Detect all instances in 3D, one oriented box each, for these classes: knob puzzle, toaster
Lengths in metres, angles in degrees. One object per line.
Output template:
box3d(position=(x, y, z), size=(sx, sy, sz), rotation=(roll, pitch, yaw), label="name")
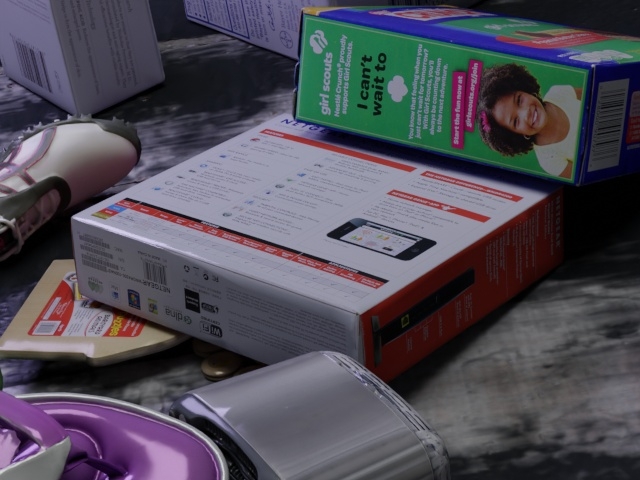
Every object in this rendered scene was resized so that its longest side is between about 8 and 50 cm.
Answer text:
box3d(position=(-0.175, 0.069, 1.713), size=(0.213, 0.030, 0.213), rotation=(-5, 26, 2), label="knob puzzle")
box3d(position=(-0.002, 0.177, 1.405), size=(0.146, 0.129, 0.227), rotation=(-23, 35, -25), label="toaster")

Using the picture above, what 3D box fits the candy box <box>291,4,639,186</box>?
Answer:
box3d(position=(0.177, -0.149, 1.811), size=(0.317, 0.122, 0.268), rotation=(13, 15, 33), label="candy box")

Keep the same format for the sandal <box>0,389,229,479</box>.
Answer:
box3d(position=(-0.274, 0.160, 1.323), size=(0.416, 0.102, 0.169), rotation=(5, 58, 7), label="sandal")

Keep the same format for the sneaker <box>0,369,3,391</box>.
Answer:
box3d(position=(-0.513, 0.097, 1.596), size=(0.483, 0.202, 0.185), rotation=(-7, 31, 4), label="sneaker")

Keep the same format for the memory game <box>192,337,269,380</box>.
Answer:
box3d(position=(-0.023, 0.081, 1.675), size=(0.186, 0.012, 0.186), rotation=(-7, 31, 4), label="memory game")

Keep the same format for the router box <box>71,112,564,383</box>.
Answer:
box3d(position=(0.000, 0.000, 1.696), size=(0.335, 0.082, 0.301), rotation=(18, 32, 37), label="router box")

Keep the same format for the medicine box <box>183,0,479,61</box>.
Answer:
box3d(position=(0.015, -0.340, 2.217), size=(0.263, 0.149, 0.289), rotation=(-31, 38, -31), label="medicine box")

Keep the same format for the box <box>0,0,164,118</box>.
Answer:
box3d(position=(-0.285, -0.259, 2.132), size=(0.119, 0.181, 0.181), rotation=(-28, 36, -27), label="box")

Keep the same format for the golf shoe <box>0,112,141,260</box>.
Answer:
box3d(position=(-0.299, -0.035, 1.877), size=(0.273, 0.105, 0.120), rotation=(-20, 48, -7), label="golf shoe")
